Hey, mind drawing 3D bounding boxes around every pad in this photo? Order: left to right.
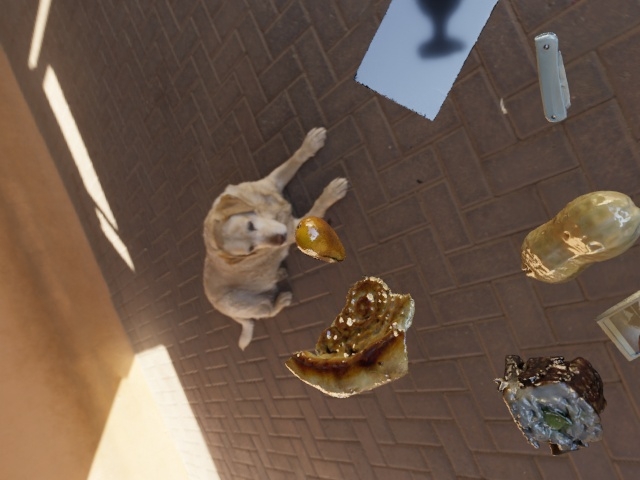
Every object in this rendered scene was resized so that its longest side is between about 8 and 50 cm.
[{"bbox_3d":[0.225,-0.433,0.908,0.202,0.005,0.300,26,102,-2],"label":"pad"}]

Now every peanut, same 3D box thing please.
[{"bbox_3d":[0.486,0.000,0.828,0.130,0.130,0.290,57,159,16],"label":"peanut"}]

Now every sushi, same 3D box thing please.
[{"bbox_3d":[0.267,0.180,0.496,0.094,0.084,0.098,-34,83,38],"label":"sushi"}]

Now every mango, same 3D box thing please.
[{"bbox_3d":[-0.004,0.001,1.053,0.084,0.159,0.105,-28,51,14],"label":"mango"}]

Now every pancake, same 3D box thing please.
[{"bbox_3d":[0.060,0.182,0.739,0.257,0.056,0.212,-54,34,6],"label":"pancake"}]

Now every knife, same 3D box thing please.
[{"bbox_3d":[0.407,-0.281,0.753,0.044,0.023,0.162,0,133,37],"label":"knife"}]

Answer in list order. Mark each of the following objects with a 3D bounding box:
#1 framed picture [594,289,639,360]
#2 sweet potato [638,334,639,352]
[{"bbox_3d":[0.687,0.173,0.913,0.150,0.203,0.015,-40,32,19],"label":"framed picture"},{"bbox_3d":[0.619,0.169,0.645,0.131,0.336,0.131,-2,82,13],"label":"sweet potato"}]
